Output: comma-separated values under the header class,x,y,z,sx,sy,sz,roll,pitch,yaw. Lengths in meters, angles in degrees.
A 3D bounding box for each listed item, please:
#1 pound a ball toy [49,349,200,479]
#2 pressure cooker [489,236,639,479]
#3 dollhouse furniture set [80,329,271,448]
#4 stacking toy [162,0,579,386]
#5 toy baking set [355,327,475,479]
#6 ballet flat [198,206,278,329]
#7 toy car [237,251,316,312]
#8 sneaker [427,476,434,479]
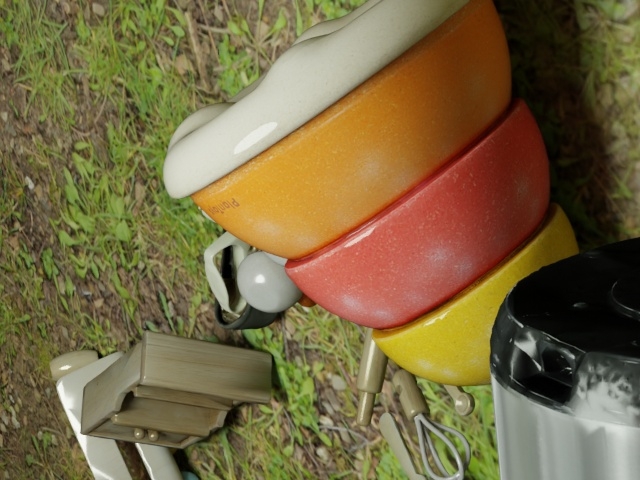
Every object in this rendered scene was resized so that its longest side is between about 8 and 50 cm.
class,x,y,z,sx,sy,sz,roll,pitch,yaw
pound a ball toy,-0.278,0.285,1.966,0.319,0.135,0.208,65,168,7
pressure cooker,0.313,0.224,0.966,0.375,0.369,0.421,10,110,53
dollhouse furniture set,-0.193,0.347,1.689,0.256,0.362,0.394,-38,46,54
stacking toy,0.116,0.013,1.240,0.480,0.350,0.350,55,144,-9
toy baking set,0.100,0.156,1.404,0.196,0.030,0.256,25,104,54
ballet flat,-0.090,-0.014,1.591,0.095,0.096,0.281,24,124,44
toy car,0.000,0.000,1.467,0.136,0.159,0.182,25,133,0
sneaker,0.057,0.390,1.553,0.210,0.137,0.366,31,131,37
